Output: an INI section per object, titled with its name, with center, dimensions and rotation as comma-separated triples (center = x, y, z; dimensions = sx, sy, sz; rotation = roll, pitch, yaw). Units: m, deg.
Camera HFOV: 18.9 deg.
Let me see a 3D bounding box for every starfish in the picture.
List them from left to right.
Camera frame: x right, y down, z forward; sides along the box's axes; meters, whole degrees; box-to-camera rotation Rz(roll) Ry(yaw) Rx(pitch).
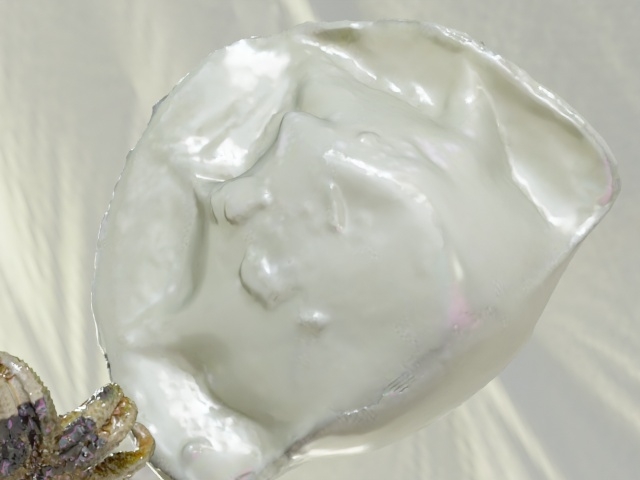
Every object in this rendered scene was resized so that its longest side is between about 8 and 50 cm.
[starfish]
center = -0.177, 0.132, 1.156
dimensions = 0.146, 0.190, 0.074
rotation = -48, -129, 19

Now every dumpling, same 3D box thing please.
[dumpling]
center = 0.000, 0.000, 1.389
dimensions = 0.315, 0.395, 0.233
rotation = 47, -2, 15
